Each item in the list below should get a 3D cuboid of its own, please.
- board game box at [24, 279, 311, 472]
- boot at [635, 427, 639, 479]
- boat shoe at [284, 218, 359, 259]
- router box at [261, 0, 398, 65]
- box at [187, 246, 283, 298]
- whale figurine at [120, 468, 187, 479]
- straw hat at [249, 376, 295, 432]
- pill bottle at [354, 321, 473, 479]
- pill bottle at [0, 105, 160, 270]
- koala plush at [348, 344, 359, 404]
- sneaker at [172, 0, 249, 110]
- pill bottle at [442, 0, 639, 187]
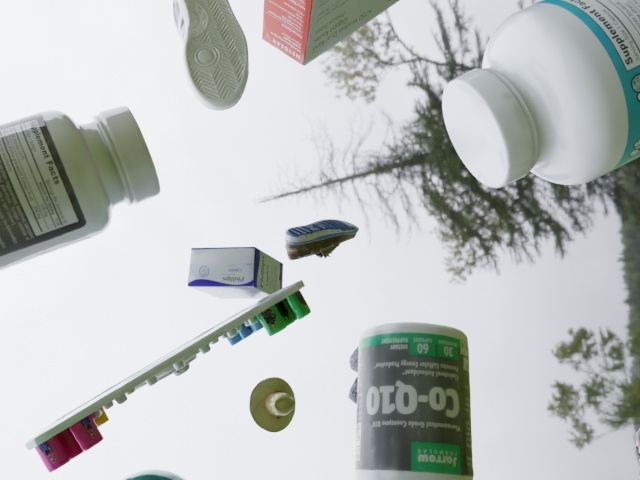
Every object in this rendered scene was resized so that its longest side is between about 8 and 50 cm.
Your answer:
[{"bbox_3d":[-0.224,0.197,0.986,0.390,0.390,0.050,-29,-91,-20],"label":"board game box"},{"bbox_3d":[0.617,0.455,1.207,0.176,0.089,0.244,-88,18,-78],"label":"boot"},{"bbox_3d":[0.000,0.000,1.327,0.183,0.066,0.066,-9,-64,-36],"label":"boat shoe"},{"bbox_3d":[0.070,-0.440,0.857,0.335,0.082,0.301,-43,-20,-30],"label":"router box"},{"bbox_3d":[-0.148,0.060,1.156,0.137,0.126,0.072,39,-129,-68],"label":"box"},{"bbox_3d":[-0.288,0.453,0.926,0.272,0.216,0.141,-48,-57,-17],"label":"whale figurine"},{"bbox_3d":[-0.098,0.400,1.583,0.145,0.061,0.144,14,-111,-39],"label":"straw hat"},{"bbox_3d":[0.163,0.340,1.139,0.204,0.204,0.360,35,-128,-54],"label":"pill bottle"},{"bbox_3d":[-0.381,-0.065,0.835,0.319,0.176,0.176,-22,-76,-19],"label":"pill bottle"},{"bbox_3d":[0.212,0.339,1.625,0.203,0.221,0.196,-39,-38,-36],"label":"koala plush"},{"bbox_3d":[-0.221,-0.394,1.310,0.148,0.131,0.349,109,151,-67],"label":"sneaker"},{"bbox_3d":[0.235,-0.138,0.519,0.146,0.264,0.146,62,173,14],"label":"pill bottle"}]
